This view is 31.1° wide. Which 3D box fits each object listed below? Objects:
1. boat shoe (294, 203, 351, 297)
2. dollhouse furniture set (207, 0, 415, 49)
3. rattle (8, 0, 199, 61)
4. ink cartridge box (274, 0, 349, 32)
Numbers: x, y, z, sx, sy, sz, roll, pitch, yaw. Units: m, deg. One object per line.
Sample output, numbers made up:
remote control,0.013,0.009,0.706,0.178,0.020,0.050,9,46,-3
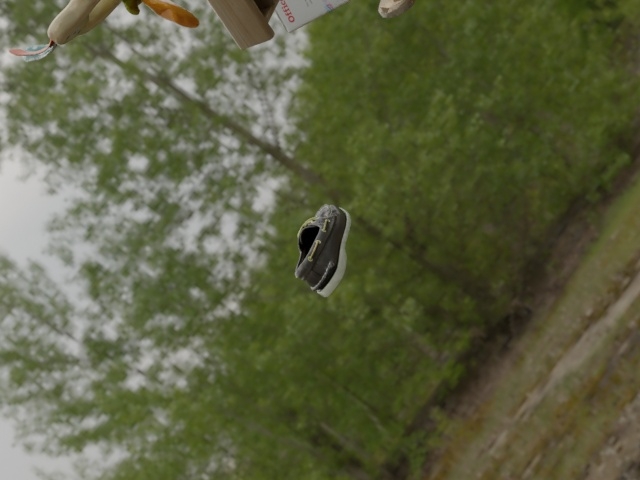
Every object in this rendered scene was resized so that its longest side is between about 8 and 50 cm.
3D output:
boat shoe,0.000,0.000,1.836,0.081,0.068,0.228,-52,17,26
dollhouse furniture set,0.020,-0.494,1.806,0.394,0.362,0.256,-13,39,31
rattle,-0.284,-0.265,1.503,0.200,0.143,0.130,-49,20,-16
ink cartridge box,-0.009,-0.542,2.334,0.212,0.154,0.093,-26,18,16
